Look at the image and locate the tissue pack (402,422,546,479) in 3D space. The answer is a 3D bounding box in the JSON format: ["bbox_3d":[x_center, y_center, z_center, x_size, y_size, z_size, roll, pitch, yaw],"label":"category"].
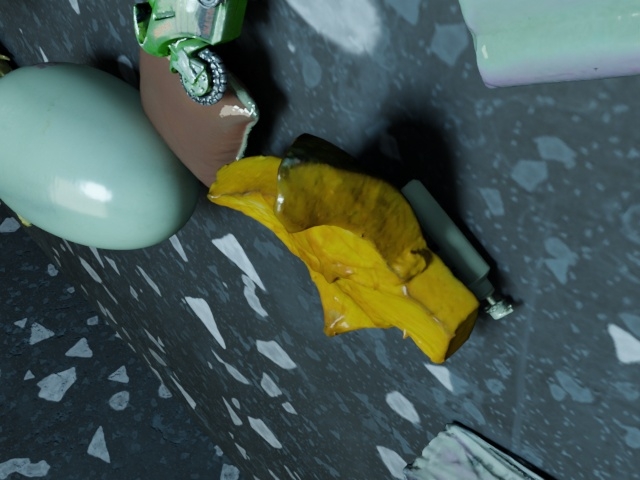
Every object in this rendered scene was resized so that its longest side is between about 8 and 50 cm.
[{"bbox_3d":[0.241,0.411,0.691,0.259,0.122,0.361,21,138,42],"label":"tissue pack"}]

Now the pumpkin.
[{"bbox_3d":[0.021,0.014,0.521,0.258,0.095,0.290,47,166,-19],"label":"pumpkin"}]

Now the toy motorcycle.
[{"bbox_3d":[-0.106,-0.212,0.486,0.106,0.074,0.190,31,127,15],"label":"toy motorcycle"}]

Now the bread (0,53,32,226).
[{"bbox_3d":[-0.664,-0.229,1.250,0.375,0.165,0.237,58,150,-8],"label":"bread"}]

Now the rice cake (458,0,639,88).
[{"bbox_3d":[0.159,-0.113,0.265,0.222,0.042,0.080,12,132,50],"label":"rice cake"}]

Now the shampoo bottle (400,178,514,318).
[{"bbox_3d":[0.111,0.010,0.493,0.141,0.034,0.049,51,155,-1],"label":"shampoo bottle"}]

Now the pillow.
[{"bbox_3d":[-0.131,-0.148,0.627,0.171,0.075,0.179,48,153,7],"label":"pillow"}]

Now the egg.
[{"bbox_3d":[-0.313,-0.113,0.784,0.371,0.230,0.230,26,144,28],"label":"egg"}]
